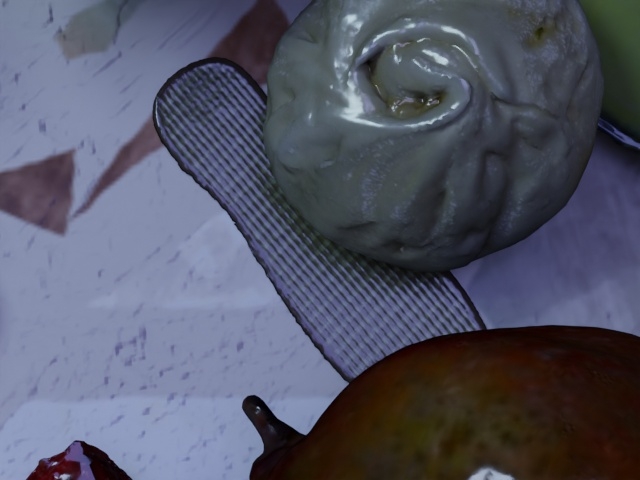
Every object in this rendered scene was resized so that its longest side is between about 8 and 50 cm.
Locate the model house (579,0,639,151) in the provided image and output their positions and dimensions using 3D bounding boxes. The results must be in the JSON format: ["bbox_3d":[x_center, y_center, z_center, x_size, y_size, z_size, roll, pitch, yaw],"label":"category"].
[{"bbox_3d":[0.229,-0.168,0.725,0.194,0.170,0.211,27,48,8],"label":"model house"}]

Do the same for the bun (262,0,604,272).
[{"bbox_3d":[0.058,-0.068,0.654,0.183,0.102,0.183,1,101,8],"label":"bun"}]

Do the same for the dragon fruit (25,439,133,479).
[{"bbox_3d":[-0.106,0.183,0.628,0.106,0.083,0.162,-36,92,1],"label":"dragon fruit"}]

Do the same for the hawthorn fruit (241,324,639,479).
[{"bbox_3d":[0.072,0.130,0.605,0.248,0.208,0.208,14,76,15],"label":"hawthorn fruit"}]

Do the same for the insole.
[{"bbox_3d":[0.000,0.000,0.712,0.086,0.005,0.253,-41,84,-13],"label":"insole"}]
